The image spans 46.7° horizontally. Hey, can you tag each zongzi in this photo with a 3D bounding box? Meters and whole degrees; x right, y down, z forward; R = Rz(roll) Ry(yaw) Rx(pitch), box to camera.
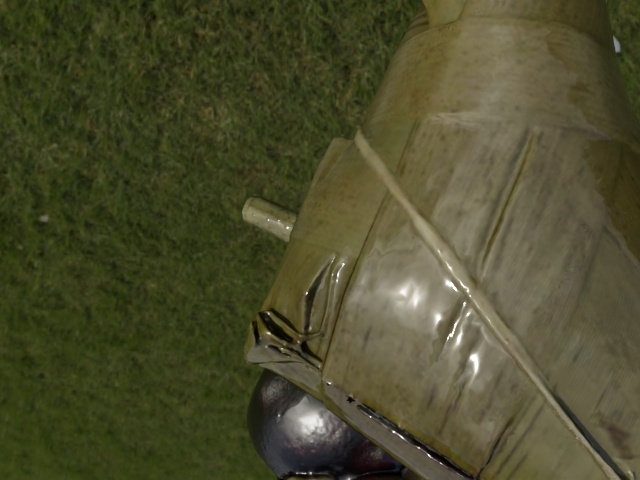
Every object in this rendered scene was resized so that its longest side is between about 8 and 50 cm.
[{"bbox_3d":[0.234,0.012,0.486,0.500,0.218,0.466,34,113,16],"label":"zongzi"}]

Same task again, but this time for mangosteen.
[{"bbox_3d":[0.046,0.247,0.992,0.288,0.287,0.233,19,117,-26],"label":"mangosteen"}]

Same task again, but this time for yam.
[{"bbox_3d":[0.000,0.000,1.574,0.372,0.083,0.083,28,148,20],"label":"yam"}]

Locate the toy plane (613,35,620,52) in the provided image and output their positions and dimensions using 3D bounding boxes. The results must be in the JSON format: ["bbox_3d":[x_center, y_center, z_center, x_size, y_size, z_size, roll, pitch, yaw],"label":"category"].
[{"bbox_3d":[0.277,-0.267,0.777,0.066,0.171,0.162,-11,-176,20],"label":"toy plane"}]
